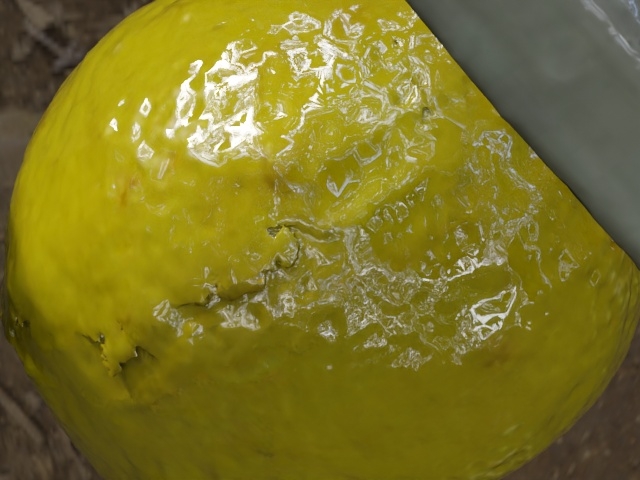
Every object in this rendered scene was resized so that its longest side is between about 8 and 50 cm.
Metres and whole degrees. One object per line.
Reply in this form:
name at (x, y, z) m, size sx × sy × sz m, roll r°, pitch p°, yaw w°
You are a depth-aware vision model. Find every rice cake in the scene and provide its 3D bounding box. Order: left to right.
rice cake at (0.088, -0.004, 0.366) m, size 0.256 × 0.052 × 0.057 m, roll 47°, pitch 46°, yaw -11°

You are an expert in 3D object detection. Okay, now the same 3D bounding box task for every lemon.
lemon at (0.002, -0.001, 0.755) m, size 0.260 × 0.284 × 0.261 m, roll 6°, pitch 80°, yaw -34°
